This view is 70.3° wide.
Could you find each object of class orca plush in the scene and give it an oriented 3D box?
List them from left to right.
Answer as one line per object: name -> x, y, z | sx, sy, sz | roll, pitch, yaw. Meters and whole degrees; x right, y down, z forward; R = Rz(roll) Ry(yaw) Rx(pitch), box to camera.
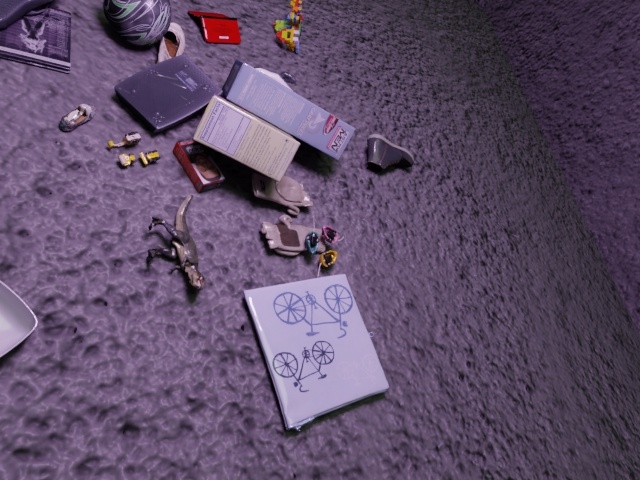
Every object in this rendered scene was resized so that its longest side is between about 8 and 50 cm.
orca plush -> -0.118, -0.470, 1.487 | 0.287, 0.151, 0.102 | 16, 22, -22

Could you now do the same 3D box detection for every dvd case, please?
dvd case -> -0.726, -0.528, 1.154 | 0.164, 0.018, 0.221 | 4, 58, -34

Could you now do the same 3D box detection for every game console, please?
game console -> -0.360, -0.725, 1.547 | 0.144, 0.085, 0.124 | -20, 105, -41

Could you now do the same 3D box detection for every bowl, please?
bowl -> -0.584, 0.147, 0.777 | 0.142, 0.053, 0.142 | 45, 46, 0

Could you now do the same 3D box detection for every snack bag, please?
snack bag -> -0.001, 0.253, 1.125 | 0.323, 0.037, 0.343 | -6, 65, -37

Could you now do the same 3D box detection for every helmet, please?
helmet -> -0.504, -0.635, 1.273 | 0.161, 0.169, 0.169 | 32, 44, 16

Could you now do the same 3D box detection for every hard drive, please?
hard drive -> -0.413, -0.403, 1.252 | 0.172, 0.054, 0.255 | 44, 52, -2

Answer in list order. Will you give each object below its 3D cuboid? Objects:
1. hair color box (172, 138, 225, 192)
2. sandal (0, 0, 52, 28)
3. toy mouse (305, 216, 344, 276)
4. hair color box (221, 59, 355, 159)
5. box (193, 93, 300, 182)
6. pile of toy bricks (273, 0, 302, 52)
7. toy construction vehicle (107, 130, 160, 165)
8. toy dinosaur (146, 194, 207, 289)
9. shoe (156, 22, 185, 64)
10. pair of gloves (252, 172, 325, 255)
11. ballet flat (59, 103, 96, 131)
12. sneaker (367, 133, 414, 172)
hair color box -> -0.321, -0.201, 1.200 | 0.072, 0.043, 0.141 | -25, 78, -44
sandal -> -0.753, -0.604, 1.147 | 0.097, 0.054, 0.254 | 34, 55, -2
toy mouse -> 0.000, 0.000, 1.258 | 0.161, 0.031, 0.143 | -39, 108, -39
hair color box -> -0.098, -0.391, 1.364 | 0.374, 0.114, 0.185 | 24, 15, -25
box -> -0.200, -0.278, 1.217 | 0.243, 0.117, 0.213 | 26, 12, -20
pile of toy bricks -> -0.128, -0.808, 1.720 | 0.105, 0.118, 0.212 | 4, 72, 0
toy construction vehicle -> -0.463, -0.220, 1.127 | 0.098, 0.035, 0.086 | -31, 92, -41
toy dinosaur -> -0.335, 0.001, 1.048 | 0.118, 0.064, 0.268 | 7, 55, -39
shoe -> -0.443, -0.589, 1.365 | 0.076, 0.058, 0.219 | 14, 54, -27
pair of gloves -> -0.092, -0.069, 1.271 | 0.204, 0.042, 0.240 | -1, 68, -42
ballet flat -> -0.578, -0.304, 1.092 | 0.041, 0.041, 0.114 | 35, 47, -11
sneaker -> 0.247, -0.283, 1.645 | 0.222, 0.083, 0.118 | 21, 70, -31
